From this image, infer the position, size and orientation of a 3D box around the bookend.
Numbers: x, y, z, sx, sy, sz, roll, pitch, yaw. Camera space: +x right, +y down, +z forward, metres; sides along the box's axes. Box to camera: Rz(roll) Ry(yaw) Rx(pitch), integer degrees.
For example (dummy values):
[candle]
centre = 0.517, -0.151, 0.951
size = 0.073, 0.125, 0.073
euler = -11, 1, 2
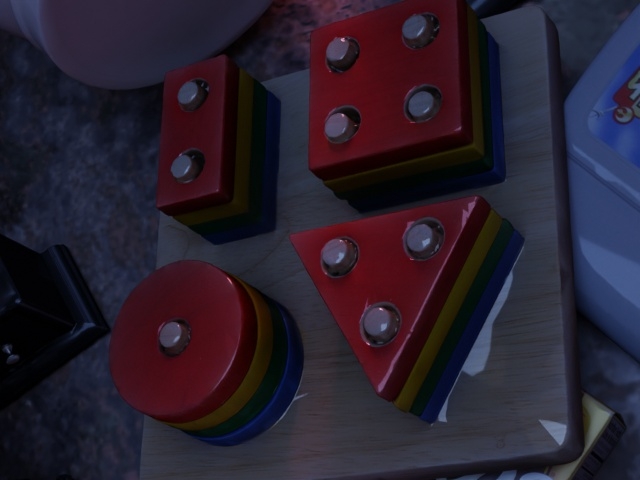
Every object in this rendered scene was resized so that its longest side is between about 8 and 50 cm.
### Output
[bookend]
centre = -0.239, 0.054, 0.792
size = 0.157, 0.156, 0.072
euler = -35, 65, 6

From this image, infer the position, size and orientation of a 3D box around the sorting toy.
[sorting toy]
centre = 0.000, 0.000, 0.716
size = 0.257, 0.089, 0.255
euler = -12, 63, 27

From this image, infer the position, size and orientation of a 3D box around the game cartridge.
[game cartridge]
centre = 0.246, -0.064, 0.705
size = 0.198, 0.062, 0.297
euler = 42, 91, 21

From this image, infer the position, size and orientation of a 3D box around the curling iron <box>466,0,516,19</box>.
[curling iron]
centre = 0.173, -0.192, 0.779
size = 0.274, 0.035, 0.068
euler = -33, 66, 8

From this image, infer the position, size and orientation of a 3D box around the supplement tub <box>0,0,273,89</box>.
[supplement tub]
centre = -0.171, -0.267, 0.823
size = 0.228, 0.228, 0.316
euler = -42, 65, 4

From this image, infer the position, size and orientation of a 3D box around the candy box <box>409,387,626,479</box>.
[candy box]
centre = 0.067, 0.143, 0.709
size = 0.109, 0.053, 0.187
euler = 33, 86, 26

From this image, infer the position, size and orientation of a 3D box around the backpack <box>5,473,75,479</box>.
[backpack]
centre = -0.199, 0.185, 0.760
size = 0.105, 0.114, 0.084
euler = -24, 67, 11
